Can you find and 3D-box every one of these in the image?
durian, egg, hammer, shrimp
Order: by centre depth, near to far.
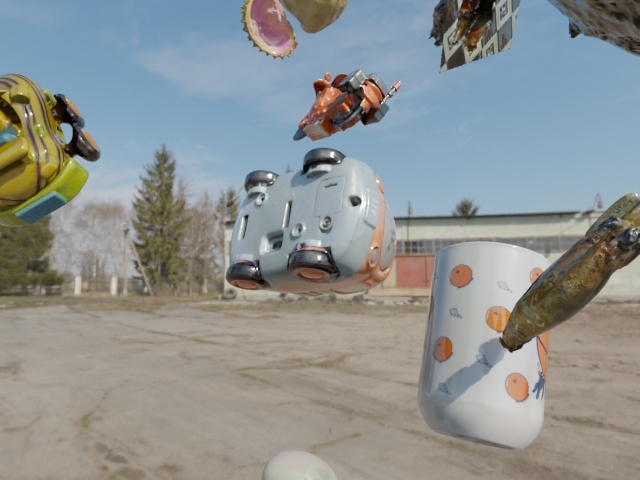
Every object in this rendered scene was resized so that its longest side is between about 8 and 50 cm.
[{"bbox_3d":[0.320,0.053,0.568,0.173,0.253,0.058,-1,42,-49],"label":"shrimp"},{"bbox_3d":[-0.032,0.400,0.738,0.135,0.103,0.103,25,-4,4],"label":"egg"},{"bbox_3d":[-0.181,-0.118,1.037,0.014,0.123,0.029,43,-44,-17],"label":"hammer"},{"bbox_3d":[-0.149,-0.620,1.274,0.132,0.165,0.182,-2,-23,27],"label":"durian"}]

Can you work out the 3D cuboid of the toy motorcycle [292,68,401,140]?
[{"bbox_3d":[0.055,-0.346,1.160,0.148,0.221,0.326,45,-17,-24],"label":"toy motorcycle"}]

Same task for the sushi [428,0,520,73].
[{"bbox_3d":[0.305,-0.503,0.878,0.294,0.292,0.059,-29,44,-33],"label":"sushi"}]

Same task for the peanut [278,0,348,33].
[{"bbox_3d":[-0.020,-0.426,0.592,0.120,0.298,0.136,-10,6,-20],"label":"peanut"}]

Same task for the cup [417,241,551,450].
[{"bbox_3d":[0.288,0.189,0.810,0.213,0.317,0.212,13,-22,5],"label":"cup"}]

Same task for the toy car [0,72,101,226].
[{"bbox_3d":[-0.456,-0.146,0.660,0.200,0.247,0.142,-35,-27,-7],"label":"toy car"}]

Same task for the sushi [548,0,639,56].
[{"bbox_3d":[0.215,-0.167,0.245,0.127,0.124,0.225,25,17,-26],"label":"sushi"}]

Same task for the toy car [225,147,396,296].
[{"bbox_3d":[0.000,0.000,0.695,0.271,0.180,0.212,-13,-30,39],"label":"toy car"}]
